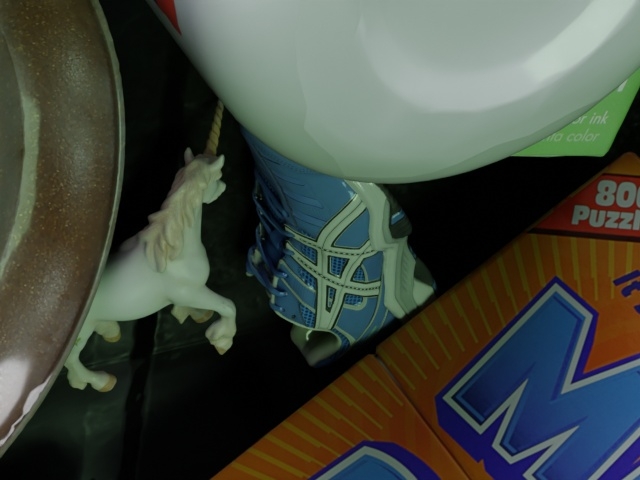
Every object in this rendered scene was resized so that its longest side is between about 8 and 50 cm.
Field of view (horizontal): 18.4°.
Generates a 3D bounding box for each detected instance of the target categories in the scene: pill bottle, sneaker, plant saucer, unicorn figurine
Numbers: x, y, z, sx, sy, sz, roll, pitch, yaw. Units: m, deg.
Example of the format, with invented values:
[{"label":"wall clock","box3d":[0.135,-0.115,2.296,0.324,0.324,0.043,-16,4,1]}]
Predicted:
[{"label":"pill bottle","box3d":[-0.019,-0.176,0.648,0.181,0.323,0.181,-20,138,-19]},{"label":"sneaker","box3d":[0.000,0.000,1.023,0.081,0.080,0.211,-35,140,-4]},{"label":"plant saucer","box3d":[-0.203,-0.004,0.820,0.310,0.050,0.310,-31,131,-43]},{"label":"unicorn figurine","box3d":[-0.088,0.018,0.992,0.162,0.060,0.111,-32,141,-7]}]

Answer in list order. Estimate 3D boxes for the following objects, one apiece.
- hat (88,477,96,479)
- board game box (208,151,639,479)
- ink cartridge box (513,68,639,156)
[{"label":"hat","box3d":[-0.228,0.170,1.045,0.183,0.173,0.208,22,96,-10]},{"label":"board game box","box3d":[0.177,0.244,1.126,0.356,0.356,0.356,-38,151,2]},{"label":"ink cartridge box","box3d":[0.088,-0.231,0.762,0.119,0.207,0.353,0,129,-32]}]
